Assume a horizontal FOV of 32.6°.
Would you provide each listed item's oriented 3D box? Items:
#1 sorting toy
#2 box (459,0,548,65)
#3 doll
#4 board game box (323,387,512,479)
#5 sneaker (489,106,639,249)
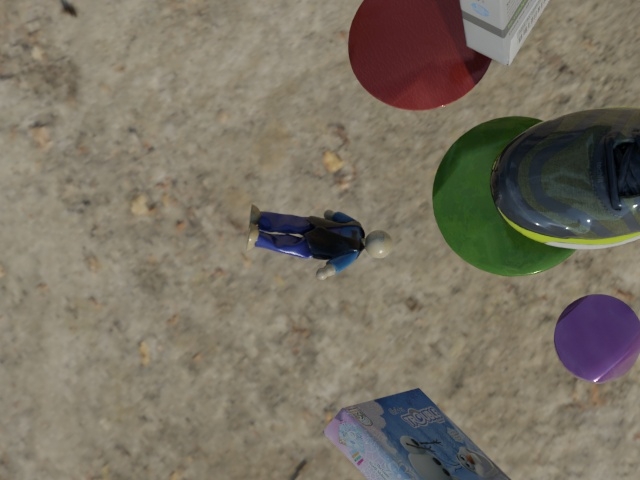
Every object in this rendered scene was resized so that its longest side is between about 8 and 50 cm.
[{"bbox_3d":[0.149,-0.046,0.907,0.127,0.126,0.366,-30,76,5],"label":"sorting toy"},{"bbox_3d":[0.134,-0.211,0.681,0.038,0.186,0.145,29,83,17],"label":"box"},{"bbox_3d":[0.000,0.000,1.423,0.189,0.129,0.046,7,133,-6],"label":"doll"},{"bbox_3d":[0.057,0.115,0.551,0.090,0.090,0.020,43,109,22],"label":"board game box"},{"bbox_3d":[0.270,-0.061,0.777,0.299,0.121,0.111,-8,82,1],"label":"sneaker"}]
